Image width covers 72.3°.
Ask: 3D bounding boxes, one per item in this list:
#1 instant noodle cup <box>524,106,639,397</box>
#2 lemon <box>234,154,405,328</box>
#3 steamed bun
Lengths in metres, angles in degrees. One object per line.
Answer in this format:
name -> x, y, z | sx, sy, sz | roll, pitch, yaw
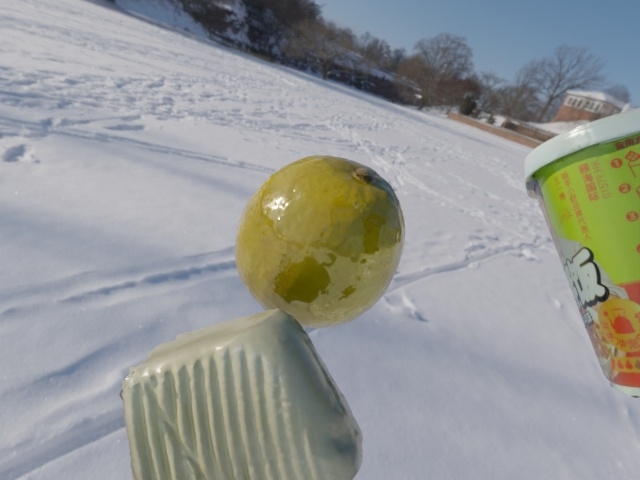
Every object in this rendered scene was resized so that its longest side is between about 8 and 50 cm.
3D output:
instant noodle cup -> 0.428, 0.017, 0.545 | 0.293, 0.308, 0.294 | -8, -13, -2
lemon -> 0.000, 0.000, 0.859 | 0.347, 0.348, 0.348 | 17, 21, -7
steamed bun -> -0.104, 0.236, 0.622 | 0.273, 0.291, 0.272 | -23, 9, -4
